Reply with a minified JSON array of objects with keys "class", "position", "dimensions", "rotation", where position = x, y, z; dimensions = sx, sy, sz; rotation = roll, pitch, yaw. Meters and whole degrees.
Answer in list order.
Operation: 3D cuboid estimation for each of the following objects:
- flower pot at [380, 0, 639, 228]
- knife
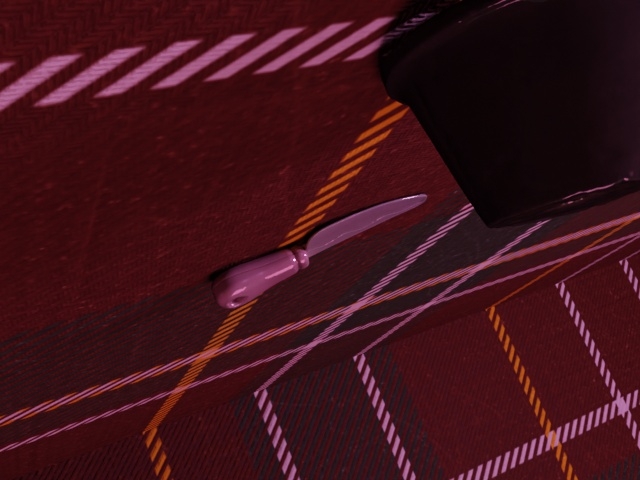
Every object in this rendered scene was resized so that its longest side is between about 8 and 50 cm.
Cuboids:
[{"class":"flower pot","position":[0.198,-0.106,0.643],"dimensions":[0.268,0.166,0.269],"rotation":[-13,170,-2]},{"class":"knife","position":[-0.001,-0.001,1.054],"dimensions":[0.335,0.043,0.081],"rotation":[-29,158,-4]}]
